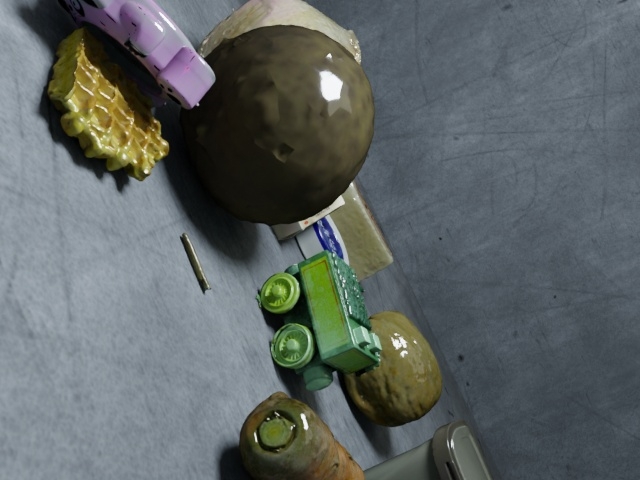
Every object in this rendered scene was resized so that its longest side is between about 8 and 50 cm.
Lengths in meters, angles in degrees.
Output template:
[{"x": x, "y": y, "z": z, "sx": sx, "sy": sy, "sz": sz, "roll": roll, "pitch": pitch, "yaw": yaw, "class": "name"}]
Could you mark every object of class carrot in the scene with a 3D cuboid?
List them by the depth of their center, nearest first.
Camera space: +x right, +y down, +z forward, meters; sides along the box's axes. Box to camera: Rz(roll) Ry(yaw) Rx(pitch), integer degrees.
[{"x": -0.026, "y": 0.338, "z": 0.880, "sx": 0.302, "sy": 0.138, "sz": 0.139, "roll": 61, "pitch": 12, "yaw": -45, "class": "carrot"}]

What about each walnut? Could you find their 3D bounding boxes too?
[{"x": 0.171, "y": 0.320, "z": 1.449, "sx": 0.282, "sy": 0.227, "sz": 0.283, "roll": 14, "pitch": 65, "yaw": -32, "class": "walnut"}]

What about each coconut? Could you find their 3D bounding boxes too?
[{"x": -0.068, "y": -0.424, "z": 1.473, "sx": 0.405, "sy": 0.404, "sz": 0.405, "roll": 58, "pitch": 15, "yaw": -25, "class": "coconut"}]

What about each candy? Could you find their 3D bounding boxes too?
[{"x": 0.094, "y": -0.029, "z": 1.878, "sx": 0.321, "sy": 0.179, "sz": 0.135, "roll": 62, "pitch": 12, "yaw": -10, "class": "candy"}]

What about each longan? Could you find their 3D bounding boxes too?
[{"x": -0.086, "y": -0.228, "z": 1.138, "sx": 0.391, "sy": 0.391, "sz": 0.391, "roll": 58, "pitch": 15, "yaw": -25, "class": "longan"}]

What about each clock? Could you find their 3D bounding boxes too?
[{"x": -0.301, "y": -0.324, "z": 0.939, "sx": 0.248, "sy": 0.090, "sz": 0.227, "roll": 45, "pitch": -15, "yaw": -33, "class": "clock"}, {"x": 0.000, "y": 0.000, "z": 1.689, "sx": 0.230, "sy": 0.083, "sz": 0.230, "roll": 60, "pitch": 14, "yaw": -26, "class": "clock"}]

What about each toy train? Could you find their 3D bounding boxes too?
[{"x": -0.001, "y": 0.157, "z": 1.165, "sx": 0.159, "sy": 0.188, "sz": 0.272, "roll": 43, "pitch": 27, "yaw": -53, "class": "toy train"}]

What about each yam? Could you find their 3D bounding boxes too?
[{"x": -0.209, "y": 0.036, "z": 0.977, "sx": 0.107, "sy": 0.014, "sz": 0.014, "roll": 65, "pitch": 14, "yaw": 7, "class": "yam"}]

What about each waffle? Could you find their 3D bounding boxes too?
[{"x": -0.312, "y": -0.182, "z": 0.891, "sx": 0.219, "sy": 0.057, "sz": 0.229, "roll": 51, "pitch": 17, "yaw": -45, "class": "waffle"}]

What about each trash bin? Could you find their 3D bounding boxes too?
[{"x": 0.215, "y": 0.517, "z": 1.189, "sx": 0.219, "sy": 0.250, "sz": 0.220, "roll": 36, "pitch": 31, "yaw": -61, "class": "trash bin"}]

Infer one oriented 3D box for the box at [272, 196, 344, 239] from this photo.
[{"x": -0.054, "y": -0.119, "z": 1.501, "sx": 0.212, "sy": 0.095, "sz": 0.168, "roll": -33, "pitch": 96, "yaw": -50, "class": "box"}]
